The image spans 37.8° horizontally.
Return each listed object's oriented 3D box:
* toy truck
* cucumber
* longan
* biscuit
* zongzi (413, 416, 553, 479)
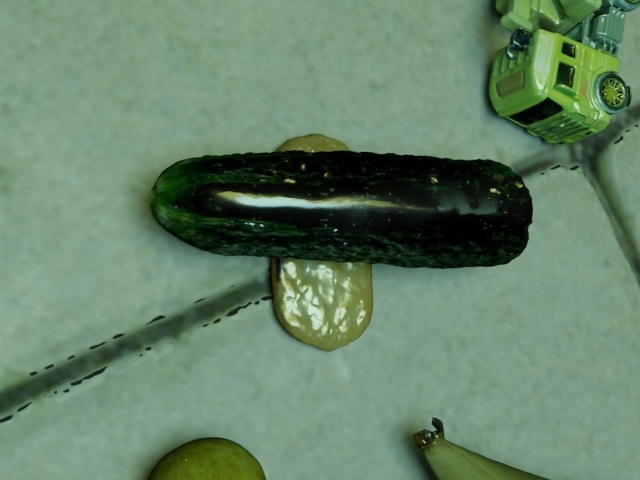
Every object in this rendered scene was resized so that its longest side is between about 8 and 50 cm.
[{"bbox_3d":[0.172,-0.163,0.683,0.100,0.077,0.169,18,77,-20],"label":"toy truck"},{"bbox_3d":[0.015,-0.022,0.583,0.241,0.074,0.075,2,81,-21],"label":"cucumber"},{"bbox_3d":[-0.063,0.155,0.547,0.083,0.075,0.075,42,69,-27],"label":"longan"},{"bbox_3d":[0.000,0.000,0.622,0.071,0.018,0.147,0,80,-23],"label":"biscuit"},{"bbox_3d":[0.202,0.193,0.629,0.228,0.115,0.256,-25,80,-26],"label":"zongzi"}]
